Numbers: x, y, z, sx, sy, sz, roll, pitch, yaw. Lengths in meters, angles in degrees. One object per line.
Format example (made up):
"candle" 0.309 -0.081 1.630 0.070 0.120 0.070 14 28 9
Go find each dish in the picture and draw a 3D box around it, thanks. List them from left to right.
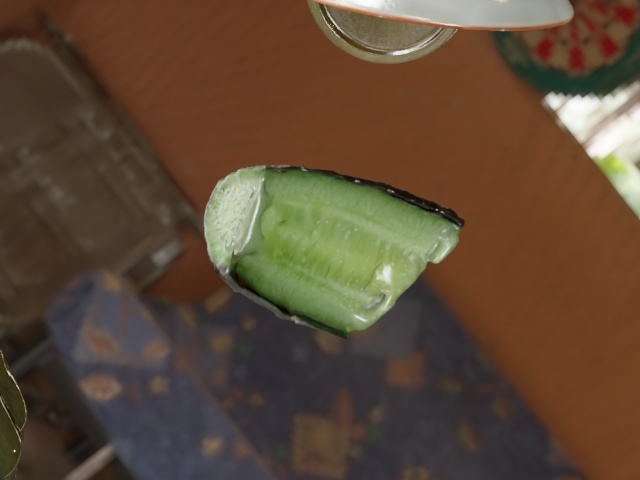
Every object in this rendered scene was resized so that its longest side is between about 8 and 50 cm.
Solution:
"dish" 0.095 -0.250 1.716 0.260 0.260 0.085 -127 -138 -67

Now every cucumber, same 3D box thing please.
"cucumber" 0.000 0.000 1.406 0.193 0.115 0.086 17 13 -48

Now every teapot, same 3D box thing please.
"teapot" 0.069 -0.307 2.194 0.268 0.185 0.175 24 21 -3

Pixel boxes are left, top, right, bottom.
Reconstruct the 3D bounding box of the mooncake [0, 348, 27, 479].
"mooncake" -0.422 0.168 1.637 0.194 0.356 0.356 67 -7 -28
